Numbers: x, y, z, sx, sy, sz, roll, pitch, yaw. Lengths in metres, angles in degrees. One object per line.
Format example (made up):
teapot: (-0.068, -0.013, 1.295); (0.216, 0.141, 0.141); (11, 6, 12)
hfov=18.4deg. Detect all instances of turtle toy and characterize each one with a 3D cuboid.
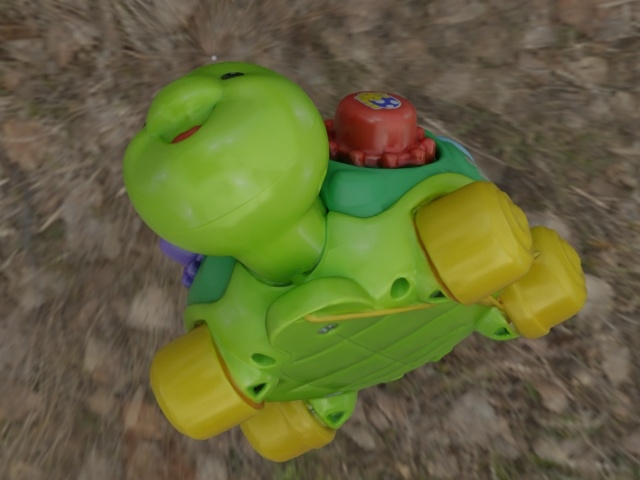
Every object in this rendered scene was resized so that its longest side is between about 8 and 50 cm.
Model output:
turtle toy: (0.000, 0.000, 0.457); (0.095, 0.130, 0.066); (-28, 69, 13)
